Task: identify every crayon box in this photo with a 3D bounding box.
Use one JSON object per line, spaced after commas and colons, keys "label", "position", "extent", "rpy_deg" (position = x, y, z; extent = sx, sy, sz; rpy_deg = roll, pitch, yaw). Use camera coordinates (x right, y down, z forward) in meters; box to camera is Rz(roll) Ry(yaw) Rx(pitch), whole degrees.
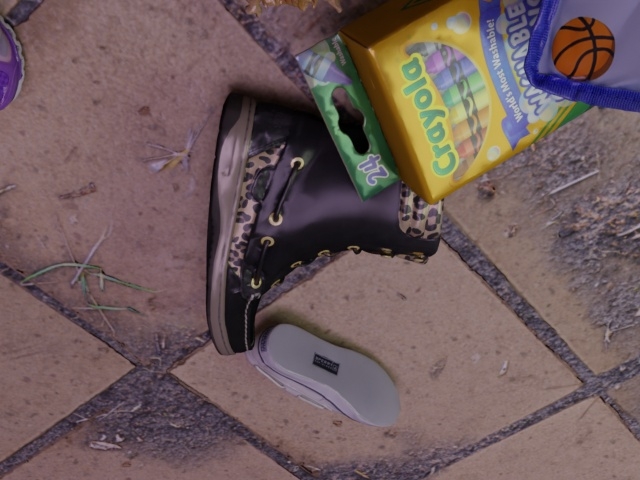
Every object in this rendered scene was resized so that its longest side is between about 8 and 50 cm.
{"label": "crayon box", "position": [0.161, -0.182, 0.919], "extent": [0.323, 0.083, 0.203], "rpy_deg": [-31, 124, -5]}

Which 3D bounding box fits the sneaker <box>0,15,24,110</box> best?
{"label": "sneaker", "position": [-0.391, -0.234, 0.919], "extent": [0.095, 0.104, 0.236], "rpy_deg": [-4, 129, 0]}

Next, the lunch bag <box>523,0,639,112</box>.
{"label": "lunch bag", "position": [0.347, -0.297, 0.719], "extent": [0.239, 0.328, 0.385], "rpy_deg": [22, 111, 26]}

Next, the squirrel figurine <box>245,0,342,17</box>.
{"label": "squirrel figurine", "position": [-0.006, -0.367, 0.657], "extent": [0.371, 0.397, 0.281], "rpy_deg": [-1, 139, 15]}

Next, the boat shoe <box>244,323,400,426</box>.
{"label": "boat shoe", "position": [0.003, 0.210, 1.298], "extent": [0.268, 0.096, 0.088], "rpy_deg": [28, 151, -29]}

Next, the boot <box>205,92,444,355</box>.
{"label": "boot", "position": [0.000, 0.000, 1.102], "extent": [0.284, 0.138, 0.377], "rpy_deg": [4, 120, -5]}
